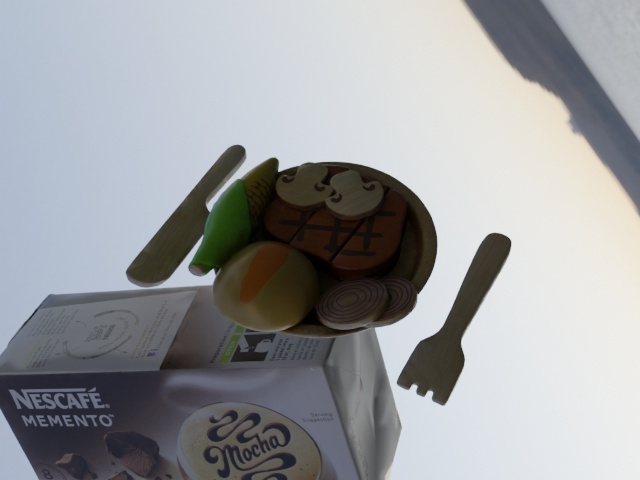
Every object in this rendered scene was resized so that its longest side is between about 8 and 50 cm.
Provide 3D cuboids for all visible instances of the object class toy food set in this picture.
[{"bbox_3d":[0.000,0.000,0.510,0.132,0.192,0.038,-58,-23,-33],"label":"toy food set"}]

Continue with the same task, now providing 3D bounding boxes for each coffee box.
[{"bbox_3d":[-0.100,0.134,0.787,0.119,0.297,0.168,-65,-35,-53],"label":"coffee box"}]
